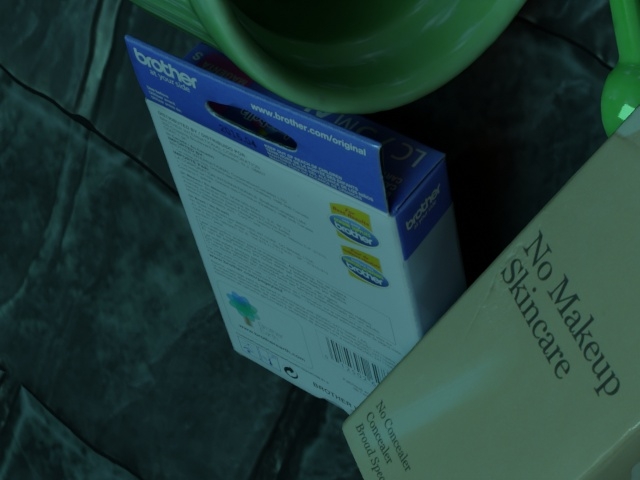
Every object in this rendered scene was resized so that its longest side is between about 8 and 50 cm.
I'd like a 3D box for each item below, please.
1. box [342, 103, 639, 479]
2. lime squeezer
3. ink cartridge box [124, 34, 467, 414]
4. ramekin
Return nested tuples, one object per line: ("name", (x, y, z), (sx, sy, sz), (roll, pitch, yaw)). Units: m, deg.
("box", (0.165, 0.064, 0.883), (0.311, 0.121, 0.148), (-51, 46, 28))
("lime squeezer", (0.152, -0.054, 0.952), (0.110, 0.059, 0.310), (30, 122, 28))
("ink cartridge box", (0.000, 0.000, 0.993), (0.185, 0.065, 0.311), (27, 153, 30))
("ramekin", (-0.001, -0.231, 0.865), (0.148, 0.303, 0.303), (26, 120, 39))
